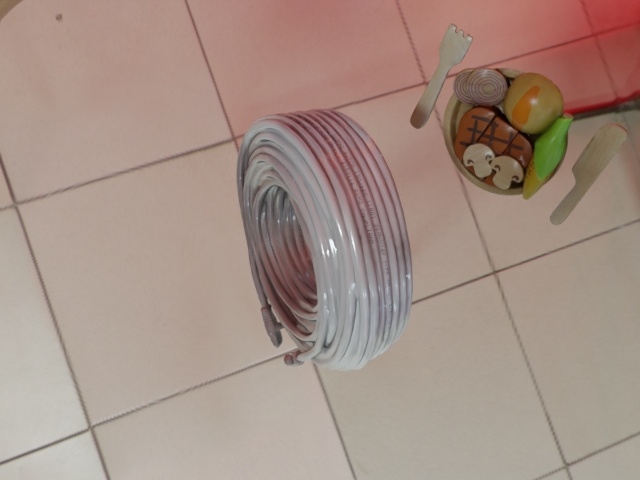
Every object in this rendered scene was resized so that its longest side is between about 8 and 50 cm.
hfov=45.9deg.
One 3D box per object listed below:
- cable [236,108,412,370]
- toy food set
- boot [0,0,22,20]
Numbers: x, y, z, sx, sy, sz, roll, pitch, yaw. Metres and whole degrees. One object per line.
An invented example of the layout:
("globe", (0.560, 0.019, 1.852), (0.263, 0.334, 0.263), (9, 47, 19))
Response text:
("cable", (0.000, 0.000, 0.732), (0.089, 0.257, 0.257), (-16, 94, -22))
("toy food set", (0.168, -0.101, 0.704), (0.192, 0.132, 0.038), (37, 40, 18))
("boot", (-0.268, -0.212, 0.554), (0.283, 0.220, 0.109), (-21, 96, -9))
